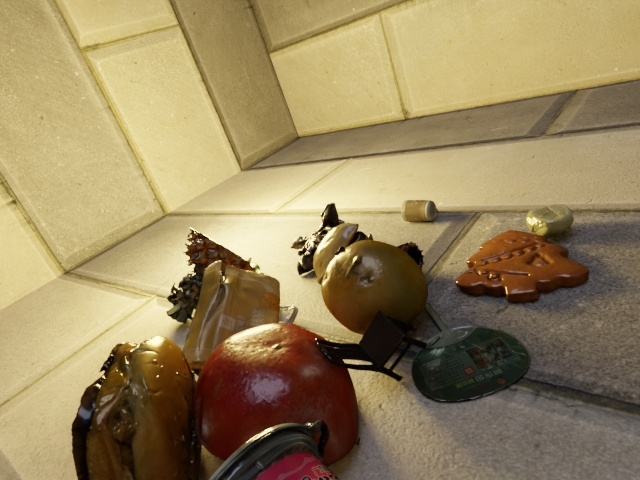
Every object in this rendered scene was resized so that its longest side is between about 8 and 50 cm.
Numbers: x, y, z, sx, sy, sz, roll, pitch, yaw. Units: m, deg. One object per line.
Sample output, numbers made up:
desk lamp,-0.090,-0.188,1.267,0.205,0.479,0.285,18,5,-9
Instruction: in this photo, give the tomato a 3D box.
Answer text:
tomato,-0.076,0.254,0.819,0.339,0.143,0.338,6,18,-2

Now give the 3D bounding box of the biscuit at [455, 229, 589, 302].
biscuit,0.478,0.047,1.088,0.284,0.043,0.306,-10,25,22

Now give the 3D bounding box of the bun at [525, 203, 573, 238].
bun,0.604,-0.047,1.159,0.115,0.069,0.115,-17,25,8

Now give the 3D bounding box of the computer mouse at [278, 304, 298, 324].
computer mouse,-0.150,0.224,1.204,0.199,0.044,0.102,-13,29,25

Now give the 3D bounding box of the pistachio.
pistachio,0.059,0.043,1.250,0.237,0.138,0.153,-54,8,36

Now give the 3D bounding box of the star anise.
star anise,-0.003,0.003,1.437,0.212,0.129,0.282,-45,10,48

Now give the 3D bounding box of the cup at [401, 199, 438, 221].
cup,0.342,-0.094,1.496,0.099,0.102,0.074,4,71,41

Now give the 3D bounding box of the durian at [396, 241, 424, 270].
durian,0.193,0.085,1.206,0.187,0.118,0.108,-17,-17,-21

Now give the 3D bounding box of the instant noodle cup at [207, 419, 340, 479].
instant noodle cup,-0.029,0.389,0.542,0.182,0.258,0.302,22,58,37

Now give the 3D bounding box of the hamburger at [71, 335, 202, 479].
hamburger,-0.315,0.335,0.798,0.175,0.283,0.304,-11,23,-9

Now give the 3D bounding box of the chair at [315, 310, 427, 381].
chair,0.096,0.192,0.842,0.101,0.213,0.084,-57,39,7

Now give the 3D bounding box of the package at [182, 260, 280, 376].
package,-0.232,0.200,1.104,0.222,0.165,0.311,-20,35,16

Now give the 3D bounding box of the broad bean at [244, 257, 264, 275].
broad bean,-0.251,0.099,1.561,0.061,0.046,0.195,-29,23,-13

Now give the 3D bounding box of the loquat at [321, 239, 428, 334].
loquat,0.128,0.117,1.016,0.244,0.243,0.243,-17,24,8

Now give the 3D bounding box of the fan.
fan,0.305,0.214,0.903,0.224,0.012,0.294,-8,27,25

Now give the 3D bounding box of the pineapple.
pineapple,-0.382,0.138,1.411,0.263,0.262,0.271,17,71,54
